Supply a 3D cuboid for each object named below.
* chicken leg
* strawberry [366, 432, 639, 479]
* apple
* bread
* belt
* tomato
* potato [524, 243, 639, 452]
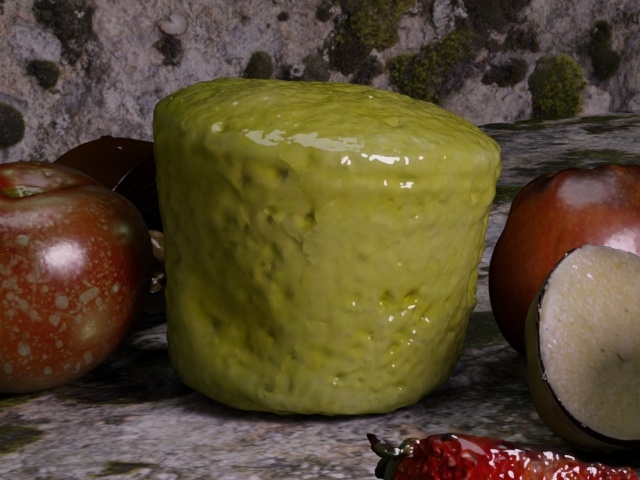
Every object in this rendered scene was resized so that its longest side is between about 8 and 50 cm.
[{"bbox_3d":[-0.143,0.064,1.832,0.207,0.085,0.101,29,39,4],"label":"chicken leg"},{"bbox_3d":[0.128,0.187,1.232,0.192,0.085,0.140,16,-13,-25],"label":"strawberry"},{"bbox_3d":[0.282,0.026,1.720,0.229,0.230,0.230,-2,11,0],"label":"apple"},{"bbox_3d":[0.000,0.000,1.649,0.348,0.308,0.348,4,8,-1],"label":"bread"},{"bbox_3d":[-0.224,-0.010,2.005,0.122,0.217,0.338,10,11,27],"label":"belt"},{"bbox_3d":[-0.307,0.041,1.717,0.270,0.223,0.270,9,13,-2],"label":"tomato"},{"bbox_3d":[0.241,0.115,1.489,0.182,0.202,0.117,24,-38,-16],"label":"potato"}]
